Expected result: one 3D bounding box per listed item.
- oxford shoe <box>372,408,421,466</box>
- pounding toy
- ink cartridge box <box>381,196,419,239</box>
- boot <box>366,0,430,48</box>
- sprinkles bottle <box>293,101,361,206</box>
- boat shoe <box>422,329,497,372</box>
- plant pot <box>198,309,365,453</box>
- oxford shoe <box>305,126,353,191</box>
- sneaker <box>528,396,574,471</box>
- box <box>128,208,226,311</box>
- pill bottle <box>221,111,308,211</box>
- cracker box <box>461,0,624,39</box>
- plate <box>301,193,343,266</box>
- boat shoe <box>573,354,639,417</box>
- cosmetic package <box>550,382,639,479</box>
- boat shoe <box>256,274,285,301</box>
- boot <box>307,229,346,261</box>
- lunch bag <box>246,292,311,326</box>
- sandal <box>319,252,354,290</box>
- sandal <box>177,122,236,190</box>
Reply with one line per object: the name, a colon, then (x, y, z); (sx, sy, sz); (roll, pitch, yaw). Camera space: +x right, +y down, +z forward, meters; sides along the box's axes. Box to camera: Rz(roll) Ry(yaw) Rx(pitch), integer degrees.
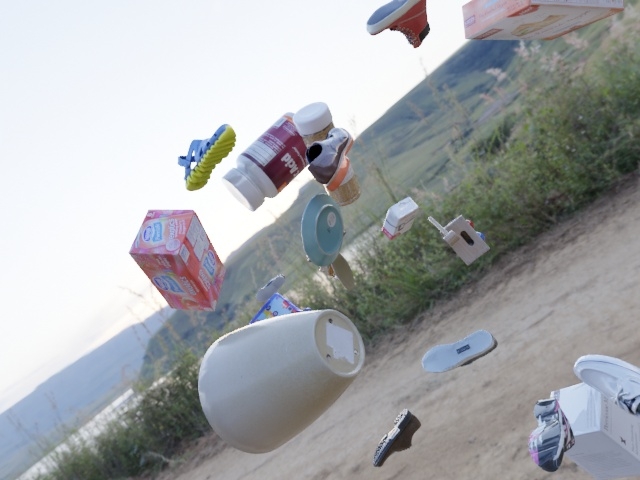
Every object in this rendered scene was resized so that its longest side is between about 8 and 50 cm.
oxford shoe: (0.269, 0.709, 1.621); (0.227, 0.096, 0.083); (-52, 2, 3)
pounding toy: (0.412, -0.026, 1.377); (0.094, 0.181, 0.206); (-40, -7, 13)
ink cartridge box: (0.312, -0.085, 1.825); (0.109, 0.063, 0.150); (-30, -25, -21)
boot: (0.252, -0.657, 1.454); (0.244, 0.176, 0.088); (-40, 46, -17)
sprinkles bottle: (0.029, -0.281, 1.557); (0.121, 0.355, 0.121); (-16, 40, 14)
boat shoe: (0.398, 0.328, 1.327); (0.219, 0.070, 0.078); (-29, 49, 23)
plant pot: (-0.053, 0.245, 0.902); (0.274, 0.256, 0.256); (-37, 1, 35)
oxford shoe: (0.020, -0.237, 1.200); (0.097, 0.098, 0.271); (-50, 19, 31)
sneaker: (0.472, 0.392, 0.924); (0.072, 0.077, 0.178); (-42, -2, 39)
box: (-0.388, 0.061, 1.310); (0.300, 0.142, 0.154); (78, -162, -53)
pill bottle: (-0.198, -0.315, 1.891); (0.392, 0.224, 0.224); (-46, 3, -13)
cracker box: (0.399, -0.421, 0.843); (0.232, 0.067, 0.156); (-9, 6, -22)
plate: (0.016, -0.026, 1.185); (0.024, 0.188, 0.188); (1, 26, 36)
boat shoe: (0.683, 0.333, 1.008); (0.258, 0.095, 0.084); (17, 31, 39)
cosmetic package: (0.702, 0.479, 1.175); (0.151, 0.183, 0.151); (-45, 10, 47)
boat shoe: (-0.172, 0.164, 1.620); (0.125, 0.046, 0.038); (-46, 6, 9)
boot: (0.000, 0.000, 1.495); (0.158, 0.084, 0.059); (-44, -12, -20)
lunch bag: (-0.127, 0.322, 1.436); (0.293, 0.221, 0.138); (-54, -20, 4)
sandal: (0.025, 0.071, 1.575); (0.079, 0.240, 0.088); (-26, 9, 36)
sandal: (-0.432, -0.322, 1.712); (0.317, 0.138, 0.126); (-40, -10, 29)
